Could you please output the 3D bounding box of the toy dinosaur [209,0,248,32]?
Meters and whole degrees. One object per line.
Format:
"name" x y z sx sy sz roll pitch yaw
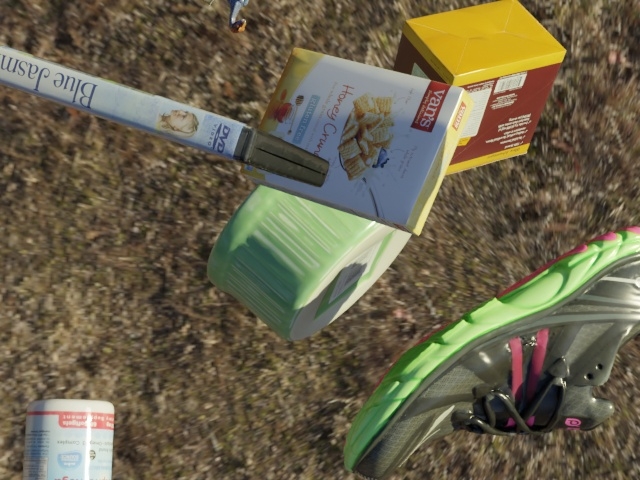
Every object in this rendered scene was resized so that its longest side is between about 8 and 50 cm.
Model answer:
"toy dinosaur" -0.081 -0.264 1.183 0.047 0.090 0.082 14 110 29

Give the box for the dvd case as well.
"dvd case" -0.130 -0.085 0.674 0.253 0.180 0.022 19 92 13

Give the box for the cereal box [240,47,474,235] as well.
"cereal box" 0.040 -0.120 1.293 0.240 0.047 0.173 18 82 31

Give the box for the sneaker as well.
"sneaker" 0.244 0.165 1.343 0.483 0.185 0.202 -31 83 -1

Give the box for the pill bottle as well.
"pill bottle" -0.252 0.240 1.097 0.087 0.087 0.160 -3 78 12

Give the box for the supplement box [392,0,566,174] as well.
"supplement box" 0.212 -0.214 1.572 0.191 0.194 0.129 -16 53 -25

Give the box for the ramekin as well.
"ramekin" 0.000 0.000 1.558 0.148 0.303 0.303 44 96 15
